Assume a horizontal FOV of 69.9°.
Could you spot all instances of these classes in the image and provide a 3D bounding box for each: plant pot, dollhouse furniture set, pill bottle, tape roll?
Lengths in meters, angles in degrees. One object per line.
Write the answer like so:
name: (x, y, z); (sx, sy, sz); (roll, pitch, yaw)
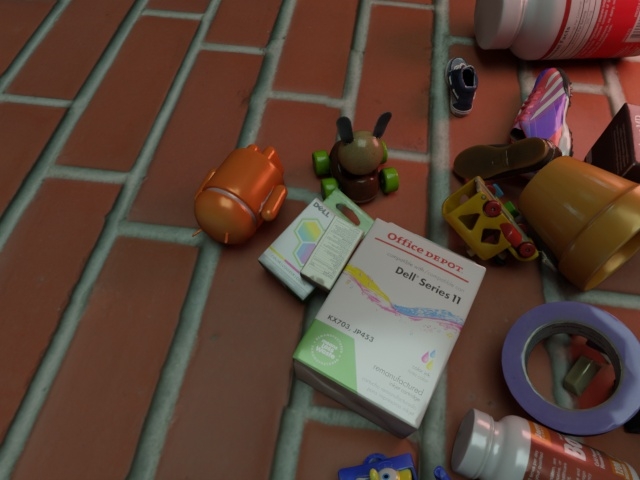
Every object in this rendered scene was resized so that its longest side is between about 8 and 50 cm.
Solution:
plant pot: (0.468, -0.046, 0.813); (0.205, 0.205, 0.188); (-29, 58, -17)
dollhouse furniture set: (0.446, 0.208, 0.767); (0.081, 0.091, 0.114); (40, 87, -23)
pill bottle: (0.601, -0.559, 1.104); (0.407, 0.229, 0.229); (-3, 59, -3)
tape roll: (0.376, 0.193, 0.690); (0.188, 0.080, 0.189); (-12, 61, 22)
pill bottle: (0.301, 0.320, 0.631); (0.216, 0.121, 0.121); (21, 61, 11)

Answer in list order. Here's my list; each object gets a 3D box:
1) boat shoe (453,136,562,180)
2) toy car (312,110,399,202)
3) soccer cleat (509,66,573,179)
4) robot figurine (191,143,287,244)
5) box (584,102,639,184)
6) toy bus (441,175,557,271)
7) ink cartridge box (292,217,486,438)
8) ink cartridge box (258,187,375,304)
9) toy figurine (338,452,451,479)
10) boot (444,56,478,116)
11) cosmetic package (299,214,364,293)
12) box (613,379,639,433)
boat shoe: (0.364, -0.155, 0.905); (0.073, 0.207, 0.073); (2, 91, -36)
toy car: (0.072, -0.178, 0.887); (0.154, 0.188, 0.149); (-12, 60, -8)
soccer cleat: (0.474, -0.266, 1.000); (0.116, 0.109, 0.318); (10, 61, 10)
robot figurine: (-0.153, -0.084, 0.865); (0.158, 0.128, 0.220); (33, 61, -6)
box: (0.652, -0.132, 0.883); (0.203, 0.167, 0.169); (13, 60, 7)
toy bus: (0.311, -0.015, 0.842); (0.104, 0.190, 0.202); (-38, 56, 27)
ink cartridge box: (0.129, 0.106, 0.757); (0.207, 0.119, 0.354); (26, 62, 14)
ink cartridge box: (0.000, 0.000, 0.820); (0.109, 0.062, 0.209); (41, 78, 11)
toy figurine: (0.066, 0.392, 0.601); (0.362, 0.191, 0.217); (-17, 24, 5)
boot: (0.339, -0.389, 1.079); (0.069, 0.086, 0.190); (2, 59, 0)
cosmetic package: (0.019, 0.023, 0.759); (0.060, 0.041, 0.115); (31, 77, 8)
box: (0.673, 0.200, 0.597); (0.394, 0.318, 0.097); (5, 59, 3)
